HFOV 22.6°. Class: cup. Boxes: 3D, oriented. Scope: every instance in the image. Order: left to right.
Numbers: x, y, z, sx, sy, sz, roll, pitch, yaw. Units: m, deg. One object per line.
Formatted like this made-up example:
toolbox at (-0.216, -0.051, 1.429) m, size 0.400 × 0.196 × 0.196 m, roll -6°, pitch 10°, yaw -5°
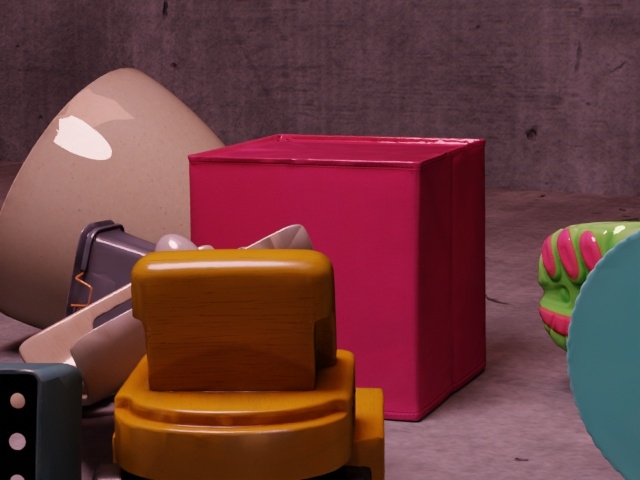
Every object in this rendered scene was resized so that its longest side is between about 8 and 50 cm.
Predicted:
cup at (-0.193, -0.002, 1.868) m, size 0.237 × 0.331 × 0.331 m, roll 29°, pitch 18°, yaw 16°

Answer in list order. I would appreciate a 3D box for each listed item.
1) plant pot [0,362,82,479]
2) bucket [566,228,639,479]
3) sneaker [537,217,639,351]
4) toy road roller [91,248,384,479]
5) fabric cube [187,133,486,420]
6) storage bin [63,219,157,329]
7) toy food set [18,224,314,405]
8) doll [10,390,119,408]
plant pot at (-0.255, 0.164, 1.166) m, size 0.166 × 0.165 × 0.234 m, roll 1°, pitch 1°, yaw 5°
bucket at (0.346, 0.088, 1.288) m, size 0.281 × 0.281 × 0.183 m, roll 7°, pitch 13°, yaw 37°
sneaker at (0.417, 0.043, 1.515) m, size 0.202 × 0.185 × 0.483 m, roll -12°, pitch 15°, yaw -33°
toy road roller at (-0.053, 0.115, 1.181) m, size 0.202 × 0.240 × 0.329 m, roll 0°, pitch 9°, yaw 2°
fabric cube at (0.024, 0.027, 1.693) m, size 0.254 × 0.258 × 0.259 m, roll 2°, pitch 9°, yaw 22°
storage bin at (-0.207, 0.055, 1.672) m, size 0.091 × 0.135 × 0.098 m, roll 14°, pitch 10°, yaw 18°
toy food set at (-0.148, 0.054, 1.427) m, size 0.220 × 0.092 × 0.306 m, roll -28°, pitch 4°, yaw -18°
doll at (-0.243, 0.145, 1.626) m, size 0.129 × 0.046 × 0.189 m, roll 6°, pitch 10°, yaw 39°
